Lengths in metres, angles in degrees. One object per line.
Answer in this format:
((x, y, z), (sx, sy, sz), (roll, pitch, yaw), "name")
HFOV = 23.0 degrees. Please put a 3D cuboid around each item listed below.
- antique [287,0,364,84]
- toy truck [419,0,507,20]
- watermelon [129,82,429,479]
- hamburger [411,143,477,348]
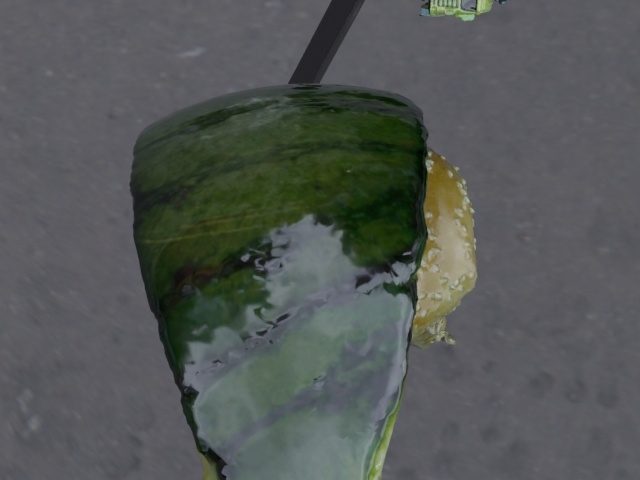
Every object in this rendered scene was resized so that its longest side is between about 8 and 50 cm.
((0.002, -0.204, 1.671), (0.015, 0.192, 0.031), (-19, 59, -45), "antique")
((0.164, -0.300, 1.772), (0.100, 0.169, 0.077), (3, 110, 4), "toy truck")
((0.002, 0.004, 0.415), (0.075, 0.181, 0.092), (-22, 119, 12), "watermelon")
((0.000, 0.000, 1.131), (0.215, 0.122, 0.189), (-1, 65, -16), "hamburger")
